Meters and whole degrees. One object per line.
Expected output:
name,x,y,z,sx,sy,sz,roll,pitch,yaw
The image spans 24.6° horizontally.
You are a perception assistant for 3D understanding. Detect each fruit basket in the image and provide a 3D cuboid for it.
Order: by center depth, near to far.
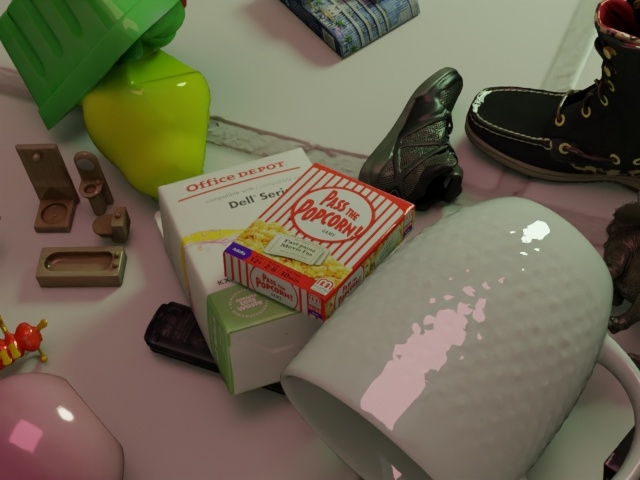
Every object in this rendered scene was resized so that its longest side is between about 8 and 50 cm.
fruit basket,-0.246,-0.249,2.020,0.392,0.392,0.283,26,57,26

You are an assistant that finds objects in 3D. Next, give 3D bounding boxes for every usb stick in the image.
usb stick,-0.088,0.143,1.836,0.278,0.045,0.077,16,59,20

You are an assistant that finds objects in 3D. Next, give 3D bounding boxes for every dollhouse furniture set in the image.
dollhouse furniture set,-0.336,-0.034,1.961,0.144,0.123,0.151,-1,53,9

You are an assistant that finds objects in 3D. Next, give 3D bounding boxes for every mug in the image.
mug,0.200,0.152,1.635,0.374,0.276,0.328,40,74,10

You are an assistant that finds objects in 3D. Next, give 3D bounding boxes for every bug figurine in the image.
bug figurine,-0.483,0.092,1.923,0.216,0.072,0.279,-28,58,-5

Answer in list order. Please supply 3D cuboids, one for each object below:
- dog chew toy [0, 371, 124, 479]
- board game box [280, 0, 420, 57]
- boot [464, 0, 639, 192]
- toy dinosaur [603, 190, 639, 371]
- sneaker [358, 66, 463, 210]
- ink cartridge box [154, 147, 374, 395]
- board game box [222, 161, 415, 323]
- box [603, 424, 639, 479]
dog chew toy,-0.388,0.305,1.674,0.332,0.206,0.206,-40,57,-11
board game box,0.052,-0.390,2.211,0.194,0.060,0.194,-33,55,-15
boot,0.364,-0.193,1.866,0.378,0.284,0.138,18,58,20
toy dinosaur,0.408,0.059,1.774,0.160,0.121,0.313,-33,50,0
sneaker,0.159,-0.129,1.981,0.130,0.087,0.227,23,63,22
ink cartridge box,-0.078,0.009,1.854,0.207,0.119,0.353,-17,44,-14
board game box,0.000,0.000,1.740,0.147,0.045,0.193,24,49,24
box,0.370,0.253,1.673,0.062,0.052,0.083,32,65,28
